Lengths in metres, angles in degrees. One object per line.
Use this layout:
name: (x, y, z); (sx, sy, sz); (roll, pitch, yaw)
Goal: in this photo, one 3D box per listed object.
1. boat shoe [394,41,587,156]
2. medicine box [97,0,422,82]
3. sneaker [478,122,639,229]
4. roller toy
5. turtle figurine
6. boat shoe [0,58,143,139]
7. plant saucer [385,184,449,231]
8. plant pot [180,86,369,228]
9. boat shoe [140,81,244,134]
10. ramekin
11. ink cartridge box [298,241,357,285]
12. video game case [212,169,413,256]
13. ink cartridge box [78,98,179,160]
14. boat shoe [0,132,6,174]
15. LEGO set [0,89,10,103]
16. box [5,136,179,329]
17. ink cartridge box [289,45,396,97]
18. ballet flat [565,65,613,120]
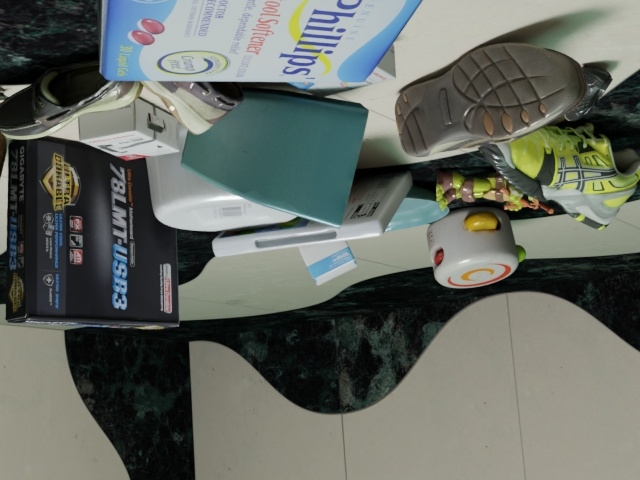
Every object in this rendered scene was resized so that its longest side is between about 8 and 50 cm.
boat shoe: (0.250, -0.201, 1.666); (0.130, 0.132, 0.355); (-8, -179, -33)
medicine box: (-0.066, -0.264, 1.134); (0.289, 0.149, 0.263); (-1, 168, -12)
sneaker: (0.398, -0.147, 1.991); (0.385, 0.145, 0.147); (18, 119, -42)
roller toy: (0.334, 0.010, 2.617); (0.191, 0.146, 0.209); (-21, 156, 27)
turtle figurine: (0.331, -0.100, 2.229); (0.217, 0.087, 0.269); (1, 178, 12)
boat shoe: (-0.346, -0.196, 1.562); (0.223, 0.080, 0.073); (-14, 160, 18)
plant saucer: (0.104, -0.066, 2.423); (0.317, 0.043, 0.317); (-5, 169, -1)
plant pot: (-0.069, -0.134, 1.654); (0.234, 0.165, 0.166); (13, -171, -4)
boat shoe: (-0.176, -0.223, 1.449); (0.092, 0.103, 0.285); (-29, 154, 6)
ramekin: (-0.150, -0.104, 1.922); (0.277, 0.135, 0.277); (-3, 168, -1)
ink cartridge box: (0.000, 0.000, 2.282); (0.090, 0.143, 0.092); (-25, 169, 0)
video game case: (-0.005, -0.051, 2.118); (0.300, 0.036, 0.329); (-7, -164, 16)
ink cartridge box: (-0.286, -0.166, 1.764); (0.099, 0.056, 0.135); (-8, 168, 21)
boat shoe: (-0.552, -0.122, 1.779); (0.123, 0.123, 0.342); (12, 166, -7)
LEGO set: (-0.455, -0.200, 1.643); (0.054, 0.023, 0.083); (1, -179, -15)
box: (-0.368, -0.005, 1.929); (0.293, 0.295, 0.073); (8, 166, -42)
ink cartridge box: (0.027, -0.234, 1.552); (0.122, 0.052, 0.088); (-12, 166, 29)
ballet flat: (0.397, -0.224, 1.777); (0.049, 0.057, 0.173); (36, 168, 6)
